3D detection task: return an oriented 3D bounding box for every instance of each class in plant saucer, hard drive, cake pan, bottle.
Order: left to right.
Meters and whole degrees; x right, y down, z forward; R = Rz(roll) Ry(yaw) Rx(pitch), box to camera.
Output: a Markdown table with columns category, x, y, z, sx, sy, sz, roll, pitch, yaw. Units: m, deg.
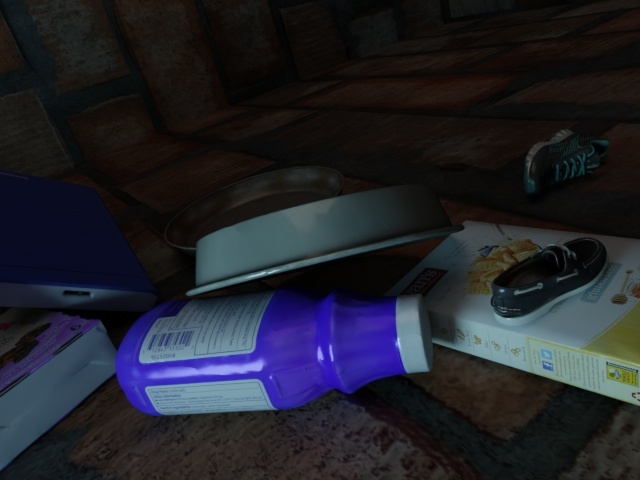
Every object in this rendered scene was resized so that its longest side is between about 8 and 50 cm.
| category | x | y | z | sx | sy | sz | roll | pitch | yaw |
| --- | --- | --- | --- | --- | --- | --- | --- | --- | --- |
| hard drive | -0.389 | -0.010 | 0.742 | 0.210 | 0.040 | 0.319 | 10 | 23 | -44 |
| plant saucer | -0.105 | -0.046 | 0.871 | 0.311 | 0.050 | 0.310 | -14 | 26 | 7 |
| bottle | -0.043 | 0.098 | 0.477 | 0.283 | 0.092 | 0.118 | -9 | 26 | 17 |
| cake pan | 0.000 | 0.000 | 0.547 | 0.294 | 0.054 | 0.293 | -14 | -3 | -1 |

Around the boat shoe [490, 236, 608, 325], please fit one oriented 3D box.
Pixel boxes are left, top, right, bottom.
| category | x | y | z | sx | sy | sz | roll | pitch | yaw |
| --- | --- | --- | --- | --- | --- | --- | --- | --- | --- |
| boat shoe | 0.191 | 0.024 | 0.428 | 0.125 | 0.038 | 0.046 | -27 | 26 | -16 |

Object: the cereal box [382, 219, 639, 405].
| category | x | y | z | sx | sy | sz | roll | pitch | yaw |
| --- | --- | --- | --- | --- | --- | --- | --- | --- | --- |
| cereal box | 0.201 | 0.047 | 0.479 | 0.240 | 0.047 | 0.173 | 10 | 36 | 45 |

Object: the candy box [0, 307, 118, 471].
| category | x | y | z | sx | sy | sz | roll | pitch | yaw |
| --- | --- | --- | --- | --- | --- | --- | --- | --- | --- |
| candy box | -0.356 | 0.154 | 0.586 | 0.196 | 0.070 | 0.165 | 2 | 32 | 35 |

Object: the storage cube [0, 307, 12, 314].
| category | x | y | z | sx | sy | sz | roll | pitch | yaw |
| --- | --- | --- | --- | --- | --- | --- | --- | --- | --- |
| storage cube | -0.587 | 0.066 | 0.762 | 0.193 | 0.214 | 0.183 | -9 | 24 | 2 |

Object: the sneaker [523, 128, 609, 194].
| category | x | y | z | sx | sy | sz | roll | pitch | yaw |
| --- | --- | --- | --- | --- | --- | --- | --- | --- | --- |
| sneaker | 0.340 | -0.110 | 0.707 | 0.166 | 0.064 | 0.076 | -36 | 34 | -32 |
